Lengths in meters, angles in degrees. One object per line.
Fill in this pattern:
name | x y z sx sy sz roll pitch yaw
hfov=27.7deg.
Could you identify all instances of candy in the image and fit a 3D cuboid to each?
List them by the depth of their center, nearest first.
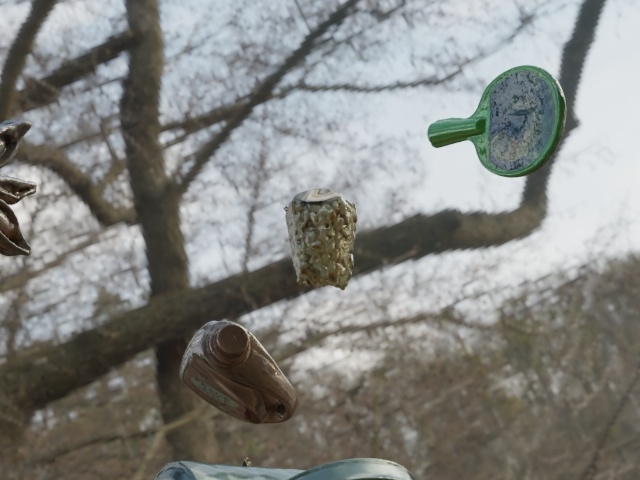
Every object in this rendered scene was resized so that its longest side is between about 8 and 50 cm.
candy | 0.000 0.000 1.445 0.085 0.110 0.095 -1 -9 6

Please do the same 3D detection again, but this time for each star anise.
star anise | -0.436 -0.062 1.498 0.109 0.223 0.236 -13 -35 39

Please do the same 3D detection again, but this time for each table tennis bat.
table tennis bat | 0.248 -0.165 1.859 0.039 0.160 0.257 9 -8 -38

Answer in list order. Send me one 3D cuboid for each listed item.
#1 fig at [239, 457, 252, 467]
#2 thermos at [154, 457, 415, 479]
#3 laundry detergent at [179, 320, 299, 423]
fig | -0.123 0.394 1.972 0.109 0.103 0.154 -18 -51 -61
thermos | -0.019 0.282 1.265 0.287 0.145 0.182 7 -56 -29
laundry detergent | -0.099 0.177 1.731 0.076 0.171 0.237 -58 2 -22
